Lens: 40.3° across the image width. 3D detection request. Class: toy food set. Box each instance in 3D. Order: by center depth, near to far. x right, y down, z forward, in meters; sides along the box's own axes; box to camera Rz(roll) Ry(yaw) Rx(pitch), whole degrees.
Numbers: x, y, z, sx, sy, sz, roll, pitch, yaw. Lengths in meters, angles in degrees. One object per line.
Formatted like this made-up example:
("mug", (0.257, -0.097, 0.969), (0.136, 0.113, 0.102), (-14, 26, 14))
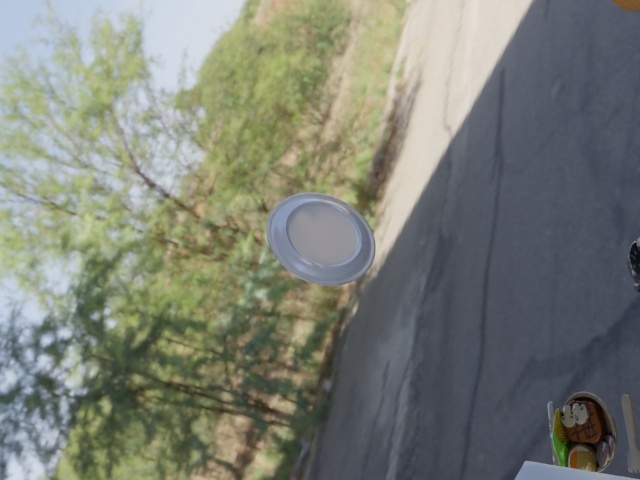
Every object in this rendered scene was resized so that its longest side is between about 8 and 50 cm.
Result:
("toy food set", (0.406, 0.300, 1.344), (0.192, 0.038, 0.132), (150, 119, -60))

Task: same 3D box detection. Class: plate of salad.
("plate of salad", (0.000, 0.000, 1.543), (0.048, 0.199, 0.200), (116, 172, -52))

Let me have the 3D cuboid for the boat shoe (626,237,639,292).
("boat shoe", (0.769, 0.019, 1.721), (0.158, 0.340, 0.127), (61, -160, -71))

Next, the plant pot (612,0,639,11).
("plant pot", (0.386, -0.322, 0.885), (0.188, 0.205, 0.205), (-7, 61, 55))

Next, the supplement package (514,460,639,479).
("supplement package", (0.209, 0.232, 0.582), (0.105, 0.179, 0.105), (-39, -58, -47))
